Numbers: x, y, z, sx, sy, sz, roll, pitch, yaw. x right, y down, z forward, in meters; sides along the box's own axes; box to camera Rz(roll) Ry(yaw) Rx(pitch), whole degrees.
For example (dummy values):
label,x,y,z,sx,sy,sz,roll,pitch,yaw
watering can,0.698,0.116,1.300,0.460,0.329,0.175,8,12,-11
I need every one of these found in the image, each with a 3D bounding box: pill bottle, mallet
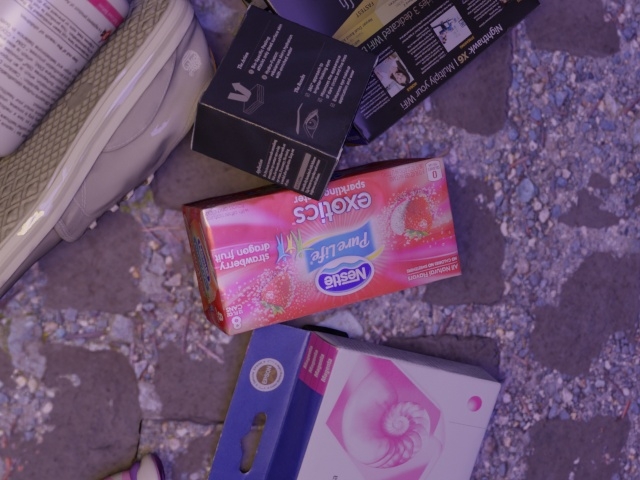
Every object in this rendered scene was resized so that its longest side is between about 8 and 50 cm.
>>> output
label,x,y,z,sx,sy,sz,roll,pitch,yaw
pill bottle,-0.348,-0.189,0.885,0.160,0.160,0.283,39,88,-17
mallet,-0.023,0.199,1.094,0.062,0.039,0.189,22,91,-18

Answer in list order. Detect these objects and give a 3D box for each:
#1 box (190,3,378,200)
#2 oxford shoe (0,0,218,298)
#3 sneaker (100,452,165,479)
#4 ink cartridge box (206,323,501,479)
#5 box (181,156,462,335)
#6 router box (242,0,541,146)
label,x,y,z,sx,sy,sz,roll,pitch,yaw
box,-0.039,-0.152,0.936,0.158,0.093,0.155,22,59,-2
oxford shoe,-0.262,-0.075,0.940,0.449,0.169,0.130,-53,132,-8
sneaker,-0.222,0.379,1.015,0.105,0.095,0.236,-11,92,-11
ink cartridge box,0.033,0.291,1.080,0.330,0.071,0.323,14,97,-20
box,0.000,0.000,1.029,0.300,0.142,0.154,-13,99,-17
router box,0.091,-0.305,1.070,0.309,0.081,0.243,-39,104,-12
